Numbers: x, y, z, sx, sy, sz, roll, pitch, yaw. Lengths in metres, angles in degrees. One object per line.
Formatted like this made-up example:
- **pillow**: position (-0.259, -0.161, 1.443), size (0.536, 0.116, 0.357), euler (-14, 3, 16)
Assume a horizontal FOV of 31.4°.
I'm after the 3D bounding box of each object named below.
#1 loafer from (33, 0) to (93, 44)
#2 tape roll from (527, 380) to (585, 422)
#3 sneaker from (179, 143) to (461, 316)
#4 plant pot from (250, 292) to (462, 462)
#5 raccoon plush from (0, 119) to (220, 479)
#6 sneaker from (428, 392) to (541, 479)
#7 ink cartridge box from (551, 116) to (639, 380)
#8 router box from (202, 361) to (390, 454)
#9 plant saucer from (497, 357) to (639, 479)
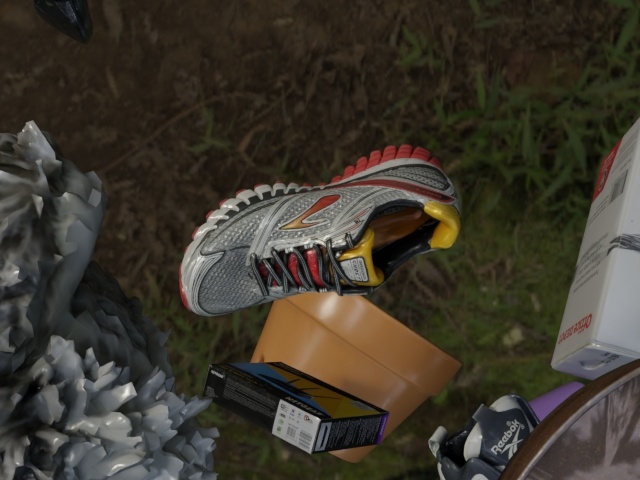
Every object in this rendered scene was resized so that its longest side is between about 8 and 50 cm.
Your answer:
- **loafer**: position (-0.266, -0.263, 1.185), size (0.062, 0.061, 0.170), euler (26, 165, 11)
- **tape roll**: position (0.329, 0.312, 1.372), size (0.090, 0.275, 0.275), euler (-25, 126, -6)
- **sneaker**: position (0.000, 0.000, 0.853), size (0.225, 0.093, 0.088), euler (-24, 128, -4)
- **plant pot**: position (0.025, 0.176, 1.618), size (0.291, 0.291, 0.203), euler (34, 90, -19)
- **raccoon plush**: position (-0.129, 0.135, 0.239), size (0.216, 0.446, 0.299), euler (-18, 90, 13)
- **sneaker**: position (0.187, 0.201, 0.946), size (0.235, 0.094, 0.153), euler (4, 131, 49)
- **ink cartridge box**: position (0.362, 0.019, 1.276), size (0.114, 0.273, 0.197), euler (17, 166, 3)
- **router box**: position (-0.030, 0.192, 1.331), size (0.179, 0.133, 0.046), euler (20, 99, 37)
- **plant saucer**: position (0.121, 0.110, 0.432), size (0.168, 0.029, 0.168), euler (-9, 114, -22)
